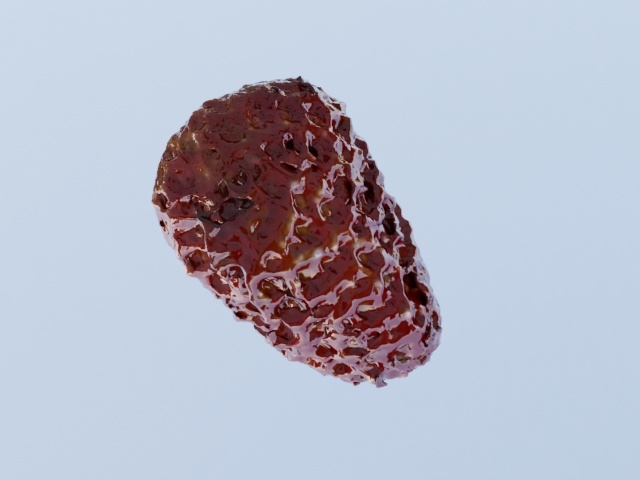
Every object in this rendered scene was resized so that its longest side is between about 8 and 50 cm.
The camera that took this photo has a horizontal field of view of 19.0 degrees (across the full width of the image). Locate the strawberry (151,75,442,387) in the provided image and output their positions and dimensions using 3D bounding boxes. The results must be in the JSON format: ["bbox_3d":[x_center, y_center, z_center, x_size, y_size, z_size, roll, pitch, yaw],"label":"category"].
[{"bbox_3d":[0.000,0.000,0.983,0.121,0.188,0.082,-46,-166,-2],"label":"strawberry"}]
